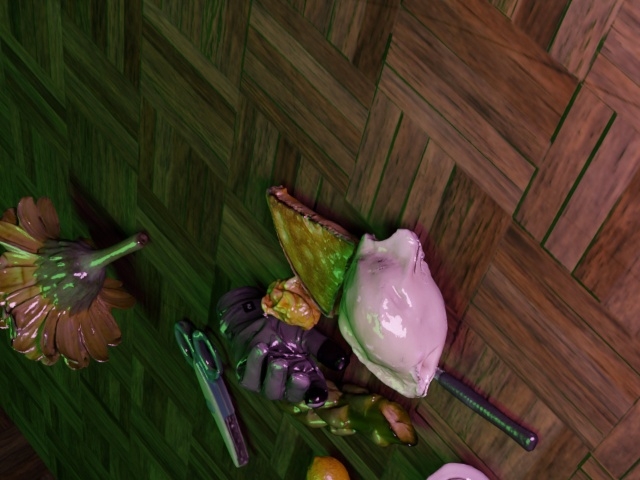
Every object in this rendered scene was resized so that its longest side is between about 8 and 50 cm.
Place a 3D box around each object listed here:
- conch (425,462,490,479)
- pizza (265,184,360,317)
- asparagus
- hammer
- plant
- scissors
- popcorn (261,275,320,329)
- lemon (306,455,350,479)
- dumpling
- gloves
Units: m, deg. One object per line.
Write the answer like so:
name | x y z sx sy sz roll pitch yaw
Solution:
conch | 0.166 0.341 1.442 0.104 0.094 0.176 30 150 8
pizza | 0.000 0.000 1.418 0.184 0.036 0.176 58 151 2
asparagus | 0.030 0.228 1.570 0.287 0.080 0.080 -2 117 50
hammer | 0.156 0.174 1.357 0.246 0.029 0.103 36 146 32
plant | -0.444 0.080 1.988 0.305 0.261 0.297 54 155 -20
scissors | -0.178 0.269 1.988 0.138 0.041 0.289 14 127 55
popcorn | -0.034 0.073 1.537 0.084 0.084 0.084 39 148 31
lemon | 0.013 0.364 1.753 0.083 0.062 0.062 59 153 0
dumpling | 0.076 0.079 1.298 0.136 0.118 0.199 17 111 49
gloves | -0.056 0.149 1.574 0.119 0.142 0.285 68 169 -26
